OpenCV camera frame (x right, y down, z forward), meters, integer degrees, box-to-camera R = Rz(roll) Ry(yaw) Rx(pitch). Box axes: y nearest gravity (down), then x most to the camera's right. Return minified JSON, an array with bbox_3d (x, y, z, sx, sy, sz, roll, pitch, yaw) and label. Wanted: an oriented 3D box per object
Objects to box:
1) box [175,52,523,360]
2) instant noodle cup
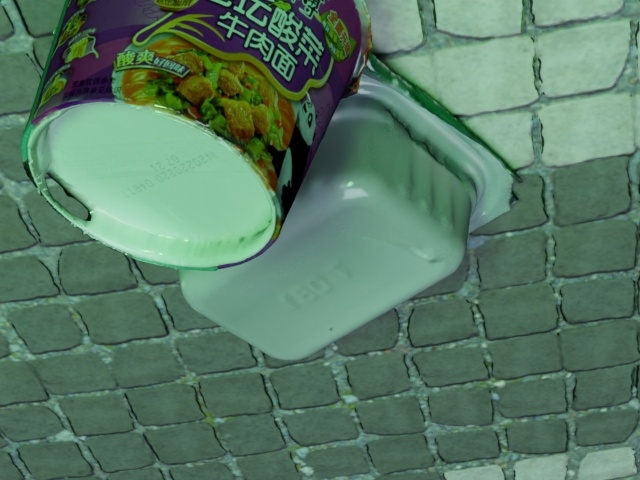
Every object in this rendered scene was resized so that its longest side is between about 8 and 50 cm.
[{"bbox_3d":[0.000,0.000,1.170,0.336,0.106,0.264,-33,129,29],"label":"box"},{"bbox_3d":[-0.100,-0.107,0.940,0.251,0.190,0.251,11,146,7],"label":"instant noodle cup"}]
